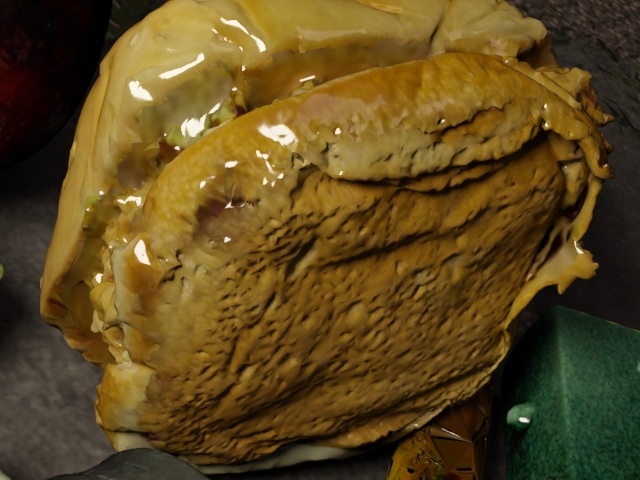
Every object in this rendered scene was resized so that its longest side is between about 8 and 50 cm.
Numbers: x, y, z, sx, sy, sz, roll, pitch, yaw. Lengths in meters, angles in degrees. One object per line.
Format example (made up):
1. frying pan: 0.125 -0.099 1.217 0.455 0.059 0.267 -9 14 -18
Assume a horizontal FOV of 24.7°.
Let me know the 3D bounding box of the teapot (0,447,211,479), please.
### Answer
1. teapot: -0.140 0.189 0.553 0.239 0.239 0.321 -17 64 -32

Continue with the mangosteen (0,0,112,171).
1. mangosteen: -0.217 -0.139 0.868 0.235 0.235 0.261 53 9 22

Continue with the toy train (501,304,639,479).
1. toy train: 0.196 0.168 0.887 0.178 0.138 0.330 18 40 -13

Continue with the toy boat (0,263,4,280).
1. toy boat: -0.264 0.054 0.691 0.111 0.084 0.276 52 29 -5

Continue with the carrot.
1. carrot: 0.077 0.100 0.931 0.069 0.069 0.229 25 40 -11

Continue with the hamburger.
1. hamburger: 0.000 0.000 0.791 0.318 0.318 0.158 3 43 -33
